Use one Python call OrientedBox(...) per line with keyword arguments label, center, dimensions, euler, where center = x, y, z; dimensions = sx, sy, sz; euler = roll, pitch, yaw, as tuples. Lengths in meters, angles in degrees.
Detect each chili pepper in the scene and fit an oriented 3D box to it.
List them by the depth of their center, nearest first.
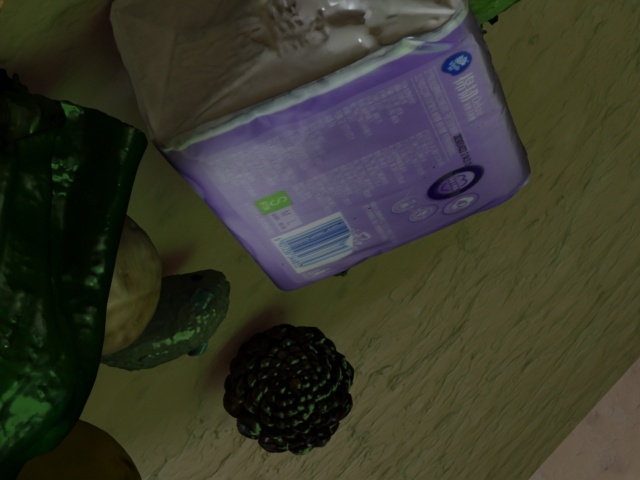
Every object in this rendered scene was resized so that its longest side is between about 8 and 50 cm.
OrientedBox(label="chili pepper", center=(-0.214, 0.052, 1.140), dimensions=(0.385, 0.167, 0.213), euler=(-67, -171, -26))

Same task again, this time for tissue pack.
OrientedBox(label="tissue pack", center=(0.009, -0.112, 1.378), dimensions=(0.242, 0.160, 0.338), euler=(-25, 157, 4))

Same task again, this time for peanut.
OrientedBox(label="peanut", center=(-0.234, 0.059, 1.324), dimensions=(0.253, 0.122, 0.137), euler=(-31, -164, -31))

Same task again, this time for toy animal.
OrientedBox(label="toy animal", center=(-0.178, 0.104, 1.574), dimensions=(0.253, 0.079, 0.070), euler=(-41, 136, -22))

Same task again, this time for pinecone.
OrientedBox(label="pinecone", center=(-0.033, 0.154, 1.876), dimensions=(0.140, 0.140, 0.121), euler=(-48, -173, -1))

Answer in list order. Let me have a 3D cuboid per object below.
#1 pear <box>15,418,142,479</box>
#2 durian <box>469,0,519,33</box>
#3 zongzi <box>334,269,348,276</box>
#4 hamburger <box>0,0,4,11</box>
OrientedBox(label="pear", center=(-0.284, 0.332, 1.377), dimensions=(0.362, 0.362, 0.418), euler=(8, 98, -65))
OrientedBox(label="durian", center=(0.126, -0.233, 1.510), dimensions=(0.132, 0.106, 0.375), euler=(4, 149, -47))
OrientedBox(label="zongzi", center=(0.000, 0.000, 1.790), dimensions=(0.113, 0.052, 0.104), euler=(-10, 145, -39))
OrientedBox(label="hamburger", center=(-0.265, -0.159, 0.842), dimensions=(0.209, 0.162, 0.330), euler=(-36, 160, -33))
